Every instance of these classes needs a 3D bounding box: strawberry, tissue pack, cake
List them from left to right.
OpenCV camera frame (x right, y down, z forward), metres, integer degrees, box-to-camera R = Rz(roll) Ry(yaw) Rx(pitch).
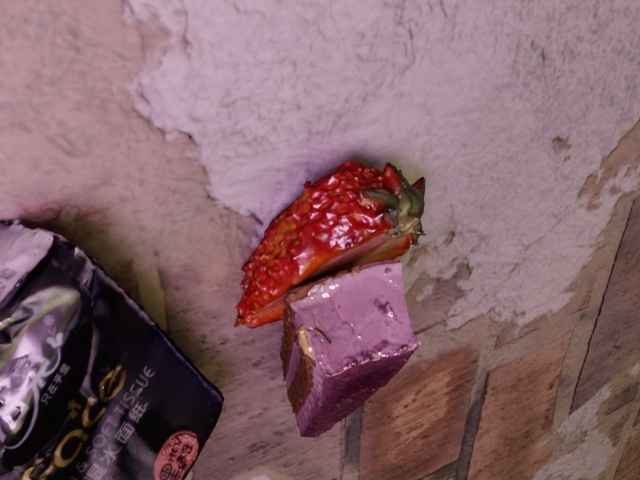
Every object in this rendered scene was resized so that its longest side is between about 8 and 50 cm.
[{"bbox_3d":[-0.234,0.169,0.714,0.245,0.123,0.332,-60,143,-25],"label":"tissue pack"},{"bbox_3d":[-0.001,0.128,0.845,0.112,0.116,0.295,-8,153,-22],"label":"cake"},{"bbox_3d":[0.004,0.004,0.848,0.228,0.098,0.174,-40,158,26],"label":"strawberry"}]
